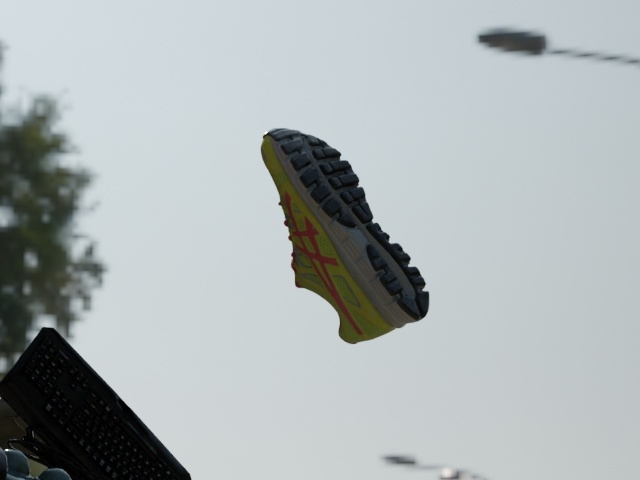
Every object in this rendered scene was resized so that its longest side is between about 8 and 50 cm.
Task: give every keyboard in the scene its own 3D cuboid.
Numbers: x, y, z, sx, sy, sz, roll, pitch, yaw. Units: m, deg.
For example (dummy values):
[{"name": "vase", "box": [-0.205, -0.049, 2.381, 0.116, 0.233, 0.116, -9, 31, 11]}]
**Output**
[{"name": "keyboard", "box": [-0.174, 0.163, 1.423, 0.038, 0.100, 0.192, -14, -56, 48]}]

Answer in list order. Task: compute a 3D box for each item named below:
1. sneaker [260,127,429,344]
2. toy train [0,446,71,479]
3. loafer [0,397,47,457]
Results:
[{"name": "sneaker", "box": [0.000, 0.000, 1.540, 0.094, 0.208, 0.081, -38, -11, 33]}, {"name": "toy train", "box": [-0.227, 0.245, 1.262, 0.334, 0.190, 0.142, 28, -9, -29]}, {"name": "loafer", "box": [-0.391, 0.209, 1.843, 0.251, 0.087, 0.094, -10, 11, -12]}]
